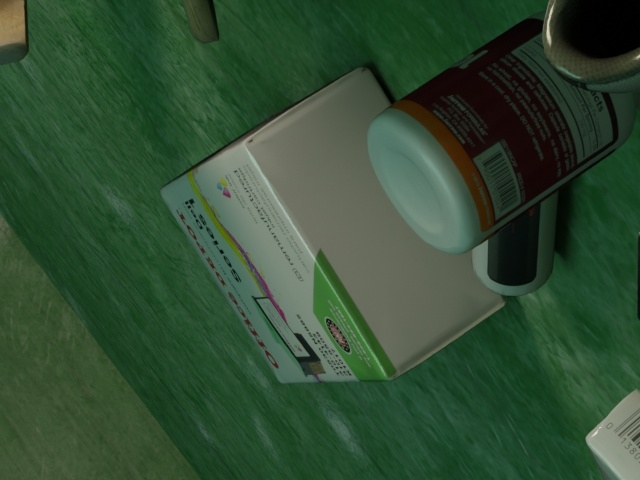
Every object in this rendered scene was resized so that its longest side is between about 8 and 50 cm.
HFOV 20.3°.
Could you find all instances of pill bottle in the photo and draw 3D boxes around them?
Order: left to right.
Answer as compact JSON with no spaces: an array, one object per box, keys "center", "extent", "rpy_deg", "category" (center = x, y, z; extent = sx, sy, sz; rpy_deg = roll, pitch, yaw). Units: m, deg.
[{"center":[0.107,-0.065,0.932],"extent":[0.086,0.152,0.086],"rpy_deg":[49,161,24],"category":"pill bottle"}]

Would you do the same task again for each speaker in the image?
[{"center":[0.122,-0.024,1.122],"extent":[0.055,0.055,0.136],"rpy_deg":[46,159,29],"category":"speaker"}]

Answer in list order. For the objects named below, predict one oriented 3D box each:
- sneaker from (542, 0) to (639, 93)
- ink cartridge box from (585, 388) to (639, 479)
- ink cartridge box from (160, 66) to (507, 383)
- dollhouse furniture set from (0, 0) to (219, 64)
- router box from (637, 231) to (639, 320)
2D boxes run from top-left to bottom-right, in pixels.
[{"center":[0.162,-0.154,0.647],"extent":[0.100,0.108,0.271],"rpy_deg":[44,137,23],"category":"sneaker"},{"center":[0.264,0.207,1.192],"extent":[0.181,0.056,0.224],"rpy_deg":[48,179,25],"category":"ink cartridge box"},{"center":[0.000,0.000,1.376],"extent":[0.201,0.117,0.278],"rpy_deg":[58,163,-5],"category":"ink cartridge box"},{"center":[-0.272,-0.226,1.347],"extent":[0.394,0.362,0.256],"rpy_deg":[-102,-1,-45],"category":"dollhouse furniture set"},{"center":[0.245,0.089,0.793],"extent":[0.243,0.081,0.309],"rpy_deg":[53,-177,13],"category":"router box"}]
